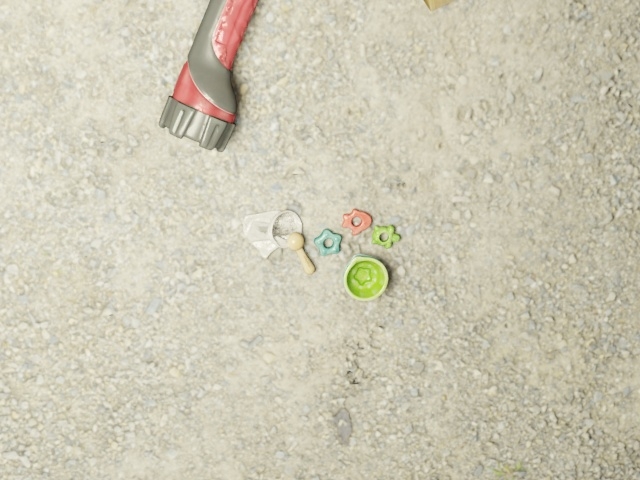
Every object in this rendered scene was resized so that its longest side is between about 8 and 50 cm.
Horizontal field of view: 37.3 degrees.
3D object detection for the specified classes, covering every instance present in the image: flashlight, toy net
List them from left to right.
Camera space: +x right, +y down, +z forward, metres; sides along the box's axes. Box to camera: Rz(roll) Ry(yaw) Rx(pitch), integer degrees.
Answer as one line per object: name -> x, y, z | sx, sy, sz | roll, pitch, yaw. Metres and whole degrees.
flashlight -> -0.120, -0.276, 1.296 | 0.103, 0.103, 0.304 | 18, 102, -38
toy net -> 0.000, 0.000, 1.407 | 0.232, 0.045, 0.122 | 20, 101, -11

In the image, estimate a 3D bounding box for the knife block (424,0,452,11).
knife block -> 0.150, -0.424, 1.204 | 0.088, 0.242, 0.275 | -26, 112, 1
